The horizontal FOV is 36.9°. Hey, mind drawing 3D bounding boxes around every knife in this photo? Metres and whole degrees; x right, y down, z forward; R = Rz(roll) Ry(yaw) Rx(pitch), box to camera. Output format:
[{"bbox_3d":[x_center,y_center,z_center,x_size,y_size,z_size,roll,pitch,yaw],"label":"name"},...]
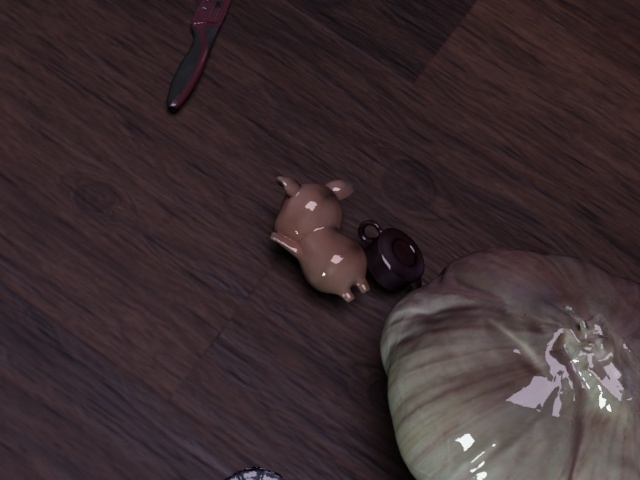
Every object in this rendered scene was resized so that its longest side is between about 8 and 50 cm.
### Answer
[{"bbox_3d":[-0.141,-0.251,1.156,0.035,0.018,0.247,17,59,0],"label":"knife"}]

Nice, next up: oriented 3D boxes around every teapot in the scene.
[{"bbox_3d":[0.075,0.021,1.049,0.100,0.045,0.068,50,37,1],"label":"teapot"}]

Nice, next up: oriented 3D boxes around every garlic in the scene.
[{"bbox_3d":[0.204,0.147,0.896,0.317,0.259,0.317,7,62,-14],"label":"garlic"}]

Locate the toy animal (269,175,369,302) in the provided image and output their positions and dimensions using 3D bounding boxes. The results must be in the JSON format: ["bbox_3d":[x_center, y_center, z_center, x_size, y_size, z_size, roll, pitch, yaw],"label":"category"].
[{"bbox_3d":[0.005,-0.003,1.026,0.089,0.083,0.150,-30,80,21],"label":"toy animal"}]

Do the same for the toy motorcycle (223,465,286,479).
[{"bbox_3d":[-0.002,0.338,0.851,0.298,0.089,0.171,38,64,8],"label":"toy motorcycle"}]
